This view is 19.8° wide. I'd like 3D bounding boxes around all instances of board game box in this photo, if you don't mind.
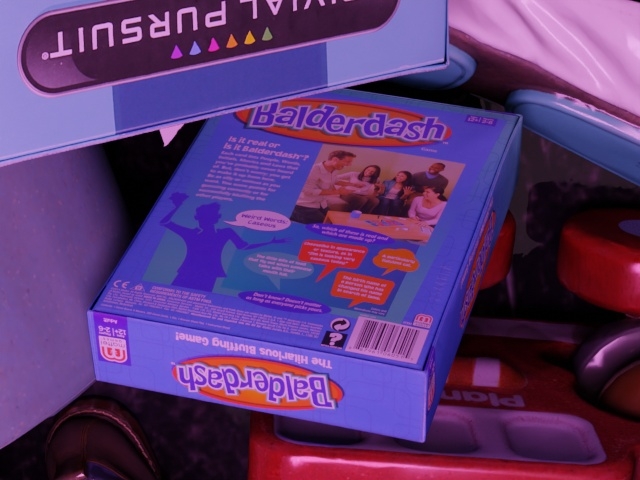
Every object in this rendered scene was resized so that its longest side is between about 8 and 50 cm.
[{"bbox_3d":[-0.063,-0.218,0.745,0.254,0.079,0.336,-15,117,-34],"label":"board game box"},{"bbox_3d":[0.000,0.000,0.894,0.160,0.210,0.047,10,129,14],"label":"board game box"}]

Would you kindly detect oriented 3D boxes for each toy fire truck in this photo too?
[{"bbox_3d":[0.115,0.090,0.941,0.302,0.254,0.169,6,108,-2],"label":"toy fire truck"}]

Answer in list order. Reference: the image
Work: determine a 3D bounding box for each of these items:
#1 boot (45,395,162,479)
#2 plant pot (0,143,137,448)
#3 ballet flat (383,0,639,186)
[{"bbox_3d":[-0.092,0.198,1.040,0.082,0.106,0.219,-33,100,5],"label":"boot"},{"bbox_3d":[-0.262,-0.062,0.892,0.341,0.341,0.334,-24,110,3],"label":"plant pot"},{"bbox_3d":[0.100,-0.127,0.983,0.400,0.139,0.139,20,100,-9],"label":"ballet flat"}]
